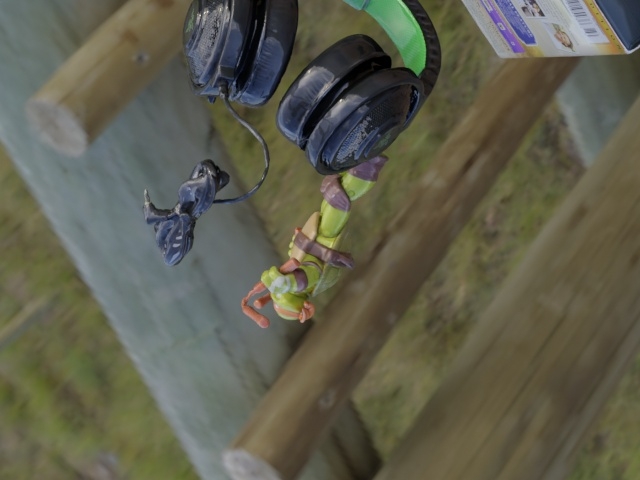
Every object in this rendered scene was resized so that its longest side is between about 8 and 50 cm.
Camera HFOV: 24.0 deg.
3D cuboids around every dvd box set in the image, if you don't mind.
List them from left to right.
[{"bbox_3d":[0.233,-0.364,1.846,0.308,0.062,0.420,55,173,-12],"label":"dvd box set"}]

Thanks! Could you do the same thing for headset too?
[{"bbox_3d":[-0.038,-0.141,1.430,0.243,0.394,0.185,32,132,0],"label":"headset"}]

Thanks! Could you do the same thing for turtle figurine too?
[{"bbox_3d":[0.000,0.000,1.547,0.087,0.217,0.269,24,-171,3],"label":"turtle figurine"}]
